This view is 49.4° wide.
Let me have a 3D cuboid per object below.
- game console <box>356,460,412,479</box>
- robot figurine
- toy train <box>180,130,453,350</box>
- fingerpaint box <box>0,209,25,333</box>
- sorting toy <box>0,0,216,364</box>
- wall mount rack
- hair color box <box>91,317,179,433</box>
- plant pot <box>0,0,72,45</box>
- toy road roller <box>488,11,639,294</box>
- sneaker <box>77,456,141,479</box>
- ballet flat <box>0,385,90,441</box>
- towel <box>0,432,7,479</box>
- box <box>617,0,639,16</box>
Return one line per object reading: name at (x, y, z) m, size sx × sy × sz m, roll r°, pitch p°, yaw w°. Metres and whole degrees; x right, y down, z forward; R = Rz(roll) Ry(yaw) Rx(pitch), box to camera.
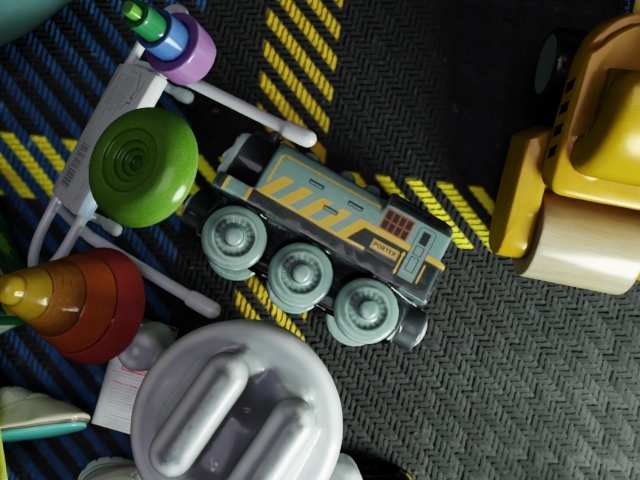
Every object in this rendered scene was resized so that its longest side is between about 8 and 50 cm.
game console at (0.013, 0.464, 0.882) m, size 0.213 × 0.044 × 0.361 m, roll 1°, pitch 93°, yaw -16°
robot figurine at (-0.082, 0.185, 0.748) m, size 0.300 × 0.353 × 0.199 m, roll 38°, pitch 83°, yaw 1°
toy train at (0.000, 0.000, 0.863) m, size 0.334 × 0.142 × 0.190 m, roll 29°, pitch 78°, yaw 1°
fingerpaint box at (-0.624, 0.016, 0.817) m, size 0.445 × 0.163 × 0.371 m, roll -25°, pitch 82°, yaw 0°
sorting toy at (-0.210, -0.063, 0.659) m, size 0.127 × 0.126 × 0.365 m, roll 17°, pitch 86°, yaw 26°
wall mount rack at (-0.180, -0.081, 0.784) m, size 0.130 × 0.304 × 0.350 m, roll 28°, pitch 90°, yaw -40°
hair color box at (-0.238, 0.174, 0.900) m, size 0.072 × 0.043 × 0.141 m, roll 17°, pitch 91°, yaw 0°
plant pot at (-0.406, -0.358, 0.786) m, size 0.235 × 0.293 × 0.293 m, roll -40°, pitch 90°, yaw 15°
toy road roller at (0.335, -0.085, 0.778) m, size 0.203 × 0.240 × 0.329 m, roll 11°, pitch 106°, yaw 0°
sneaker at (-0.192, 0.322, 0.867) m, size 0.252 × 0.111 × 0.103 m, roll -9°, pitch 90°, yaw -1°
ballet flat at (-0.419, 0.228, 0.887) m, size 0.249 × 0.086 × 0.086 m, roll -15°, pitch 90°, yaw 1°
towel at (-0.446, 0.199, 0.853) m, size 0.102 × 0.021 × 0.237 m, roll -25°, pitch 61°, yaw 3°
box at (0.417, -0.270, 0.898) m, size 0.059 × 0.054 × 0.168 m, roll 11°, pitch 90°, yaw -1°
